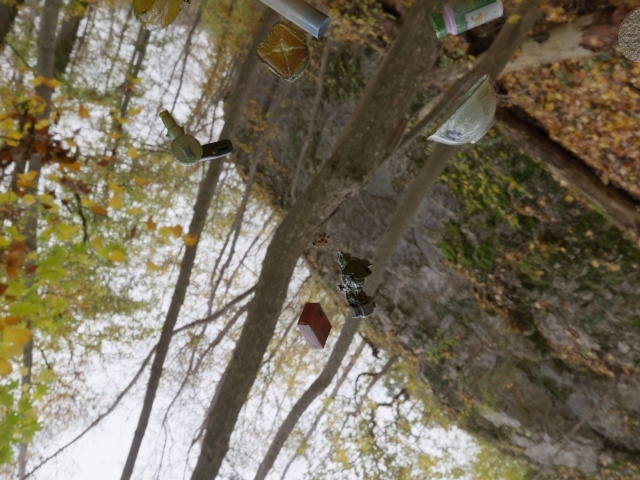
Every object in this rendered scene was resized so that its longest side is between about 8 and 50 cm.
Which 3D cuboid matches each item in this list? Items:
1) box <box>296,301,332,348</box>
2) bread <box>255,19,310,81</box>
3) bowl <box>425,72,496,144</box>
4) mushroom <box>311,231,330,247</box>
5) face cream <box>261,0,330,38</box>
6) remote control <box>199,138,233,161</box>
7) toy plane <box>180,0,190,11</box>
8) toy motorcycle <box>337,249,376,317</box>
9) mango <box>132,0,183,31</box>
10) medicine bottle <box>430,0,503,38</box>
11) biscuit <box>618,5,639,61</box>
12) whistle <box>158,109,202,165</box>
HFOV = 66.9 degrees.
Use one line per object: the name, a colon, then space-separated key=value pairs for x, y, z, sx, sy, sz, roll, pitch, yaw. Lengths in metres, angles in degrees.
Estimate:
box: x=-0.020 y=0.310 z=1.758 sx=0.060 sy=0.156 sz=0.111 roll=-6 pitch=-142 yaw=29
bread: x=-0.091 y=-0.506 z=1.295 sx=0.140 sy=0.128 sz=0.069 roll=33 pitch=-158 yaw=-13
bowl: x=0.545 y=-0.443 z=1.773 sx=0.146 sy=0.313 sz=0.313 roll=43 pitch=-152 yaw=-3
mushroom: x=0.000 y=0.000 z=2.234 sx=0.060 sy=0.061 sz=0.187 roll=27 pitch=-167 yaw=6
face cream: x=-0.089 y=-0.748 z=1.554 sx=0.250 sy=0.077 sz=0.077 roll=35 pitch=-152 yaw=5
remote control: x=-0.506 y=-0.404 z=2.196 sx=0.222 sy=0.072 sz=0.042 roll=-16 pitch=-177 yaw=-7
toy plane: x=-0.534 y=-0.913 z=1.760 sx=0.135 sy=0.188 sz=0.062 roll=7 pitch=169 yaw=-15
toy motorcycle: x=0.138 y=0.170 z=1.832 sx=0.125 sy=0.274 sz=0.187 roll=-22 pitch=-165 yaw=-22
mango: x=-0.514 y=-0.812 z=1.589 sx=0.130 sy=0.262 sz=0.167 roll=41 pitch=-150 yaw=-4
medicine bottle: x=0.603 y=-0.945 z=2.015 sx=0.133 sy=0.274 sz=0.133 roll=-17 pitch=-90 yaw=-74
biscuit: x=0.675 y=-0.428 z=0.999 sx=0.015 sy=0.120 sz=0.120 roll=-24 pitch=-126 yaw=-26
whistle: x=-0.464 y=-0.338 z=1.589 sx=0.198 sy=0.104 sz=0.057 roll=61 pitch=169 yaw=-7
